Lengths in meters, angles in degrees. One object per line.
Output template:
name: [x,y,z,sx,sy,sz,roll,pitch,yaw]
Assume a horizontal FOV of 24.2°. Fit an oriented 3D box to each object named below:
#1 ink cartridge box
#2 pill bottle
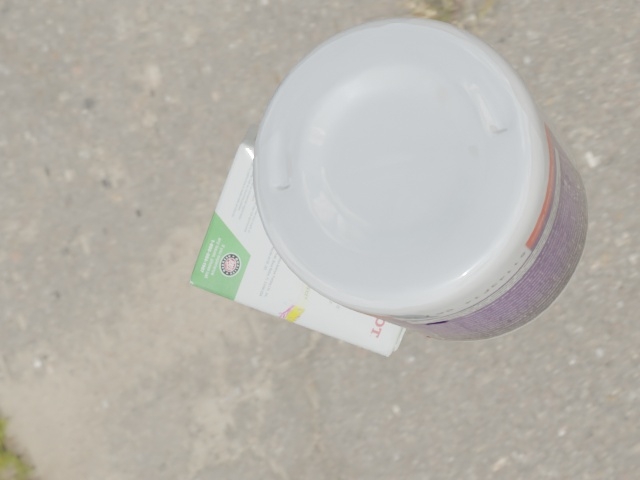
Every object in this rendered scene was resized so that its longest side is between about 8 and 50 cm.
ink cartridge box: [0.000,0.000,1.455,0.212,0.093,0.154,20,106,-2]
pill bottle: [0.052,-0.014,0.610,0.108,0.193,0.108,-3,81,17]
